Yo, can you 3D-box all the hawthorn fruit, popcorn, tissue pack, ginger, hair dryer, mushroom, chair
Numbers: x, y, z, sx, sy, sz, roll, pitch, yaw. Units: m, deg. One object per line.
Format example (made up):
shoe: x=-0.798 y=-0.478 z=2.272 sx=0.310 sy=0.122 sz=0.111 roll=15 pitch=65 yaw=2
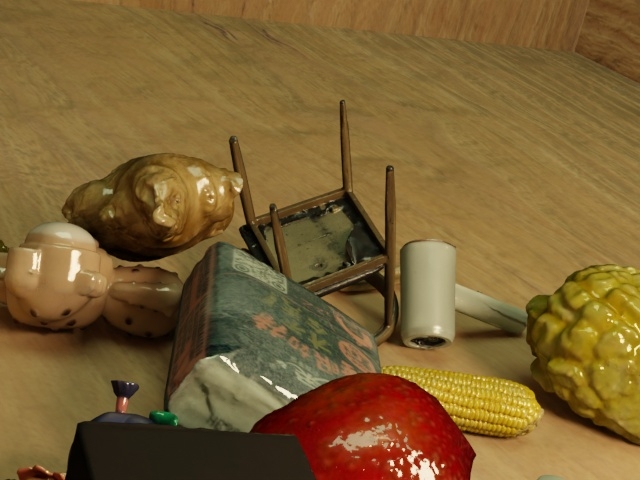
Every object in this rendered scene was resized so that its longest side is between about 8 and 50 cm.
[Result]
hawthorn fruit: x=0.007 y=0.228 z=1.178 sx=0.266 sy=0.230 sz=0.210 roll=-5 pitch=21 yaw=-37
popcorn: x=0.394 y=0.146 z=1.760 sx=0.286 sy=0.173 sz=0.225 roll=15 pitch=32 yaw=-28
tissue pack: x=-0.041 y=0.133 z=1.497 sx=0.228 sy=0.103 sz=0.315 roll=32 pitch=17 yaw=-13
ginger: x=-0.196 y=-0.044 z=1.670 sx=0.219 sy=0.123 sz=0.270 roll=-10 pitch=-7 yaw=-1
hair dryer: x=0.192 y=0.093 z=1.884 sx=0.073 sy=0.131 sz=0.236 roll=-17 pitch=-28 yaw=39
mushroom: x=0.094 y=0.050 z=1.978 sx=0.187 sy=0.060 sz=0.061 roll=-11 pitch=46 yaw=-33
chair: x=0.000 y=0.000 z=1.780 sx=0.166 sy=0.272 sz=0.188 roll=-19 pitch=40 yaw=-11

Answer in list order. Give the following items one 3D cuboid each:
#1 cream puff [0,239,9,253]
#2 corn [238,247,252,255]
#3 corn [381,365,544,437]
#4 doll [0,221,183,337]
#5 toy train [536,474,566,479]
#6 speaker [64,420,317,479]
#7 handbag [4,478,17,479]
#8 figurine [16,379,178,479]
cream puff: x=-0.392 y=0.031 z=1.703 sx=0.058 sy=0.083 sz=0.083 roll=-32 pitch=41 yaw=2
corn: x=-0.097 y=0.068 z=1.770 sx=0.072 sy=0.072 sz=0.203 roll=10 pitch=21 yaw=-10
corn: x=0.154 y=0.182 z=1.636 sx=0.206 sy=0.067 sz=0.067 roll=10 pitch=20 yaw=-8
doll: x=-0.245 y=0.055 z=1.651 sx=0.278 sy=0.119 sz=0.154 roll=13 pitch=-10 yaw=-36
toy train: x=0.213 y=0.282 z=1.438 sx=0.043 sy=0.047 sz=0.207 roll=22 pitch=23 yaw=18
speaker: x=-0.089 y=0.287 z=0.960 sx=0.184 sy=0.232 sz=0.254 roll=6 pitch=26 yaw=-21
handbag: x=-0.285 y=0.250 z=1.015 sx=0.116 sy=0.179 sz=0.205 roll=15 pitch=20 yaw=-18
figurine: x=-0.196 y=0.206 z=1.275 sx=0.102 sy=0.111 sz=0.195 roll=25 pitch=25 yaw=24
